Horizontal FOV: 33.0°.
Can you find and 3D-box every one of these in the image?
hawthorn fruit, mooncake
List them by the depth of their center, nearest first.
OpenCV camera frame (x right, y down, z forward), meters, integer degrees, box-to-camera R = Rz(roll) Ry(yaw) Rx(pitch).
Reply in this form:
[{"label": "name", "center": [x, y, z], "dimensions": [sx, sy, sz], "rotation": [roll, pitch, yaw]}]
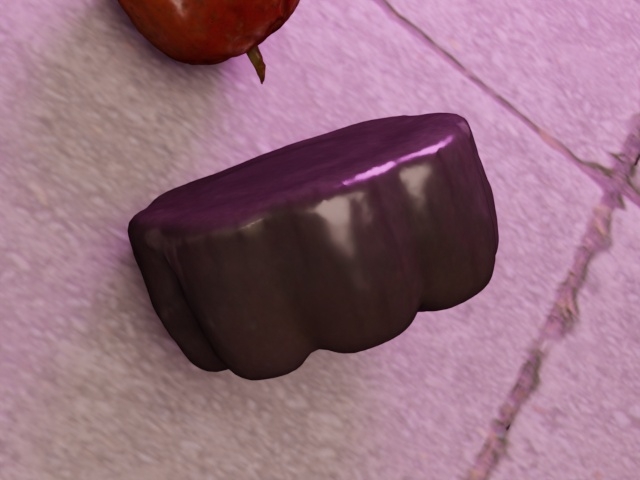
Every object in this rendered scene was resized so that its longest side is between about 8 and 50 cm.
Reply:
[{"label": "mooncake", "center": [0.000, 0.000, 0.920], "dimensions": [0.306, 0.306, 0.154], "rotation": [-26, 103, -26]}, {"label": "hawthorn fruit", "center": [-0.094, -0.236, 0.984], "dimensions": [0.179, 0.179, 0.200], "rotation": [-30, 96, -26]}]
